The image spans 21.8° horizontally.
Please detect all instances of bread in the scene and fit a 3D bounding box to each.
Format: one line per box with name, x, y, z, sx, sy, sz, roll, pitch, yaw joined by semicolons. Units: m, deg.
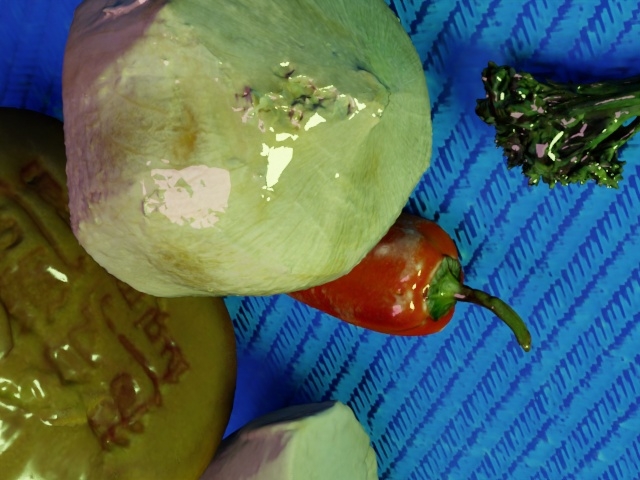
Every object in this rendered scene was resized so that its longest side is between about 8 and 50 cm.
bread;-0.183;0.061;0.967;0.270;0.270;0.148;50;141;-11

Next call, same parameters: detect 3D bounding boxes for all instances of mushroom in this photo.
mushroom;-0.042;0.202;1.084;0.128;0.128;0.350;36;142;4

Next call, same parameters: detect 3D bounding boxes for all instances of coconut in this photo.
coconut;-0.036;-0.057;0.805;0.194;0.194;0.194;21;136;21

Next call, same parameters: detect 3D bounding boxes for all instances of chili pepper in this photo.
chili pepper;0.000;0.000;0.916;0.272;0.071;0.063;25;177;24

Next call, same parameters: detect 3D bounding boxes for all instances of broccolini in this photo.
broccolini;0.175;-0.064;0.732;0.071;0.058;0.254;15;164;-43
